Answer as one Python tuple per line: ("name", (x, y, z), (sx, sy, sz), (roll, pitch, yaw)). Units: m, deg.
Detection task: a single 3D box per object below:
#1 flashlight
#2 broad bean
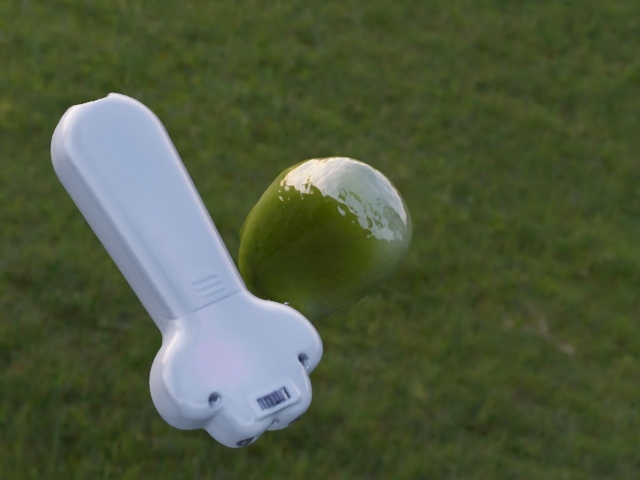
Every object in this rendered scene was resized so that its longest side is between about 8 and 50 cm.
("flashlight", (-0.075, 0.014, 0.978), (0.093, 0.047, 0.200), (-23, 73, -31))
("broad bean", (0.000, 0.000, 1.569), (0.124, 0.174, 0.082), (52, 35, 7))
